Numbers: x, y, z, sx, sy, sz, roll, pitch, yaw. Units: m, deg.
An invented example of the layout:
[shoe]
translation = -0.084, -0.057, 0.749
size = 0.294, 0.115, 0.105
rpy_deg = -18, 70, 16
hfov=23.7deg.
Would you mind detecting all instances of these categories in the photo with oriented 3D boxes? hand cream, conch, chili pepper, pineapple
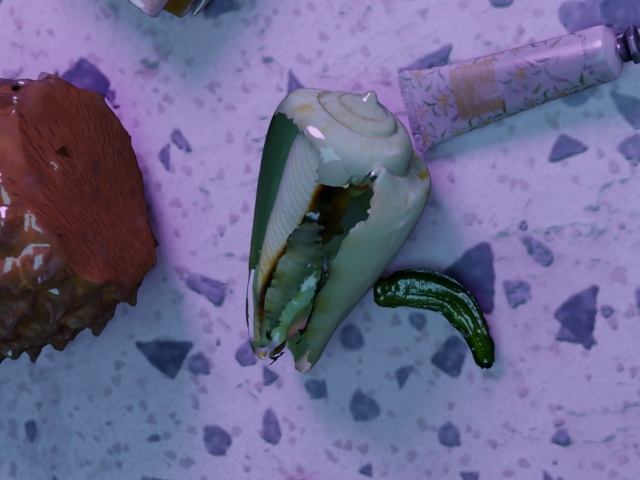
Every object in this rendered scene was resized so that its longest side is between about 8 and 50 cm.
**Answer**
[hand cream]
translation = 0.153, -0.125, 1.182
size = 0.194, 0.042, 0.067
rpy_deg = -16, 96, 23
[conch]
translation = -0.002, 0.000, 1.191
size = 0.143, 0.137, 0.251
rpy_deg = 32, 103, 43
[chili pepper]
translation = 0.099, 0.053, 1.235
size = 0.118, 0.035, 0.055
rpy_deg = 31, 119, 0
[pineapple]
translation = -0.319, 0.016, 1.278
size = 0.357, 0.223, 0.223
rpy_deg = -23, 92, 30

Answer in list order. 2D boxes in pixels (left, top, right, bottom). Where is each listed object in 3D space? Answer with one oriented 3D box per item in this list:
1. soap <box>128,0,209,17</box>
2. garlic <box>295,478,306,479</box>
[soap]
translation = -0.102, -0.331, 1.200
size = 0.173, 0.089, 0.274
rpy_deg = 40, 107, 8
[garlic]
translation = -0.029, 0.246, 1.302
size = 0.053, 0.041, 0.083
rpy_deg = -11, 104, 5
